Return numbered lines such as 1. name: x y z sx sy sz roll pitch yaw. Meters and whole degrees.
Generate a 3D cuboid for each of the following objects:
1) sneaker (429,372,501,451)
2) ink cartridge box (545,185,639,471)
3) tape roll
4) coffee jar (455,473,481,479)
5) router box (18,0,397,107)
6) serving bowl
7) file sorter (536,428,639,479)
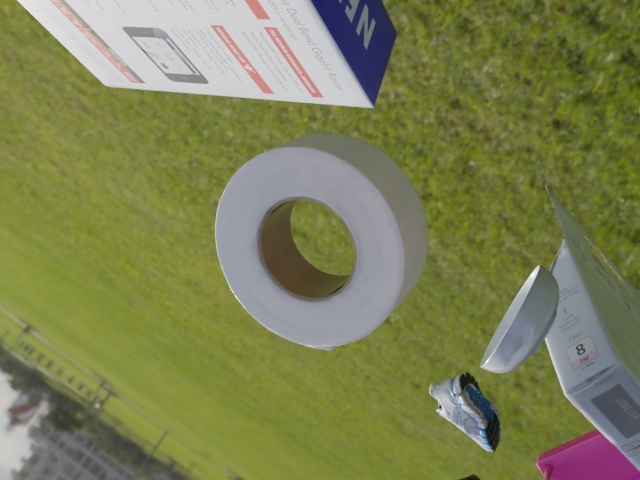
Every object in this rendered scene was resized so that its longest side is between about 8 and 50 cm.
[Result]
1. sneaker: 0.246 0.293 1.600 0.082 0.071 0.191 -10 128 33
2. ink cartridge box: 0.249 0.087 0.808 0.189 0.066 0.232 43 -159 -29
3. tape roll: 0.000 0.000 1.287 0.286 0.100 0.286 8 111 23
4. coffee jar: 0.171 0.350 1.029 0.079 0.096 0.184 89 162 -46
5. router box: -0.131 -0.234 0.755 0.301 0.082 0.335 9 160 25
6. serving bowl: 0.143 0.059 0.654 0.027 0.083 0.083 30 163 8
7. file sorter: 0.383 0.348 0.987 0.291 0.202 0.182 56 -155 -3
